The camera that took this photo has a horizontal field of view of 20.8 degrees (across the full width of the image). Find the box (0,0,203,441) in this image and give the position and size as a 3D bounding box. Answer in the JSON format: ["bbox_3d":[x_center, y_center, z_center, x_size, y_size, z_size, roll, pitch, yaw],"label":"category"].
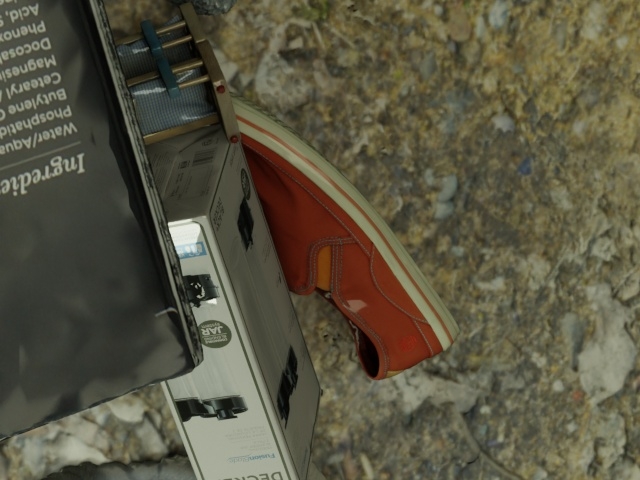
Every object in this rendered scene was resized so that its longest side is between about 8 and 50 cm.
[{"bbox_3d":[-0.329,-0.135,1.210,0.297,0.480,0.472,-21,107,-15],"label":"box"}]

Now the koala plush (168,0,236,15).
[{"bbox_3d":[-0.049,-0.304,1.423,0.203,0.221,0.196,-33,110,-12],"label":"koala plush"}]

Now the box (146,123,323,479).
[{"bbox_3d":[-0.083,0.067,1.476,0.087,0.169,0.290,-11,120,13],"label":"box"}]

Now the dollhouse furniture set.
[{"bbox_3d":[-0.157,-0.163,1.401,0.129,0.129,0.184,-19,131,-6],"label":"dollhouse furniture set"}]

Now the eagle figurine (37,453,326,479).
[{"bbox_3d":[-0.116,0.304,1.562,0.298,0.225,0.226,-14,63,12],"label":"eagle figurine"}]

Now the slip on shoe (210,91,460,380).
[{"bbox_3d":[0.000,0.000,1.563,0.101,0.123,0.331,-41,116,-5],"label":"slip on shoe"}]
